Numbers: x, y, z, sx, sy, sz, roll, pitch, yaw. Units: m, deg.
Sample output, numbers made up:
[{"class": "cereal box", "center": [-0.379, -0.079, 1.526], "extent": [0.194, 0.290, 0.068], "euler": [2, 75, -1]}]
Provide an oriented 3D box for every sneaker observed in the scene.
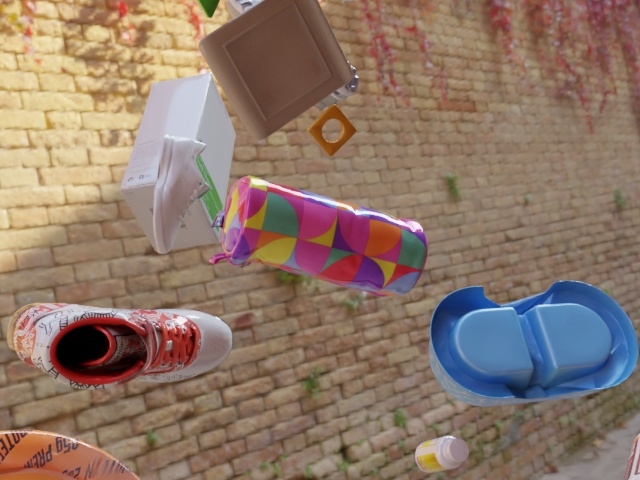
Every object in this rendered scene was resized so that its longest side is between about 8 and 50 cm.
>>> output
[{"class": "sneaker", "center": [-0.242, -0.080, 1.323], "extent": [0.094, 0.212, 0.080], "euler": [6, -8, -11]}, {"class": "sneaker", "center": [-0.191, 0.120, 0.834], "extent": [0.270, 0.090, 0.145], "euler": [11, -4, -35]}, {"class": "sneaker", "center": [-0.068, -0.334, 1.362], "extent": [0.115, 0.281, 0.105], "euler": [-35, 19, 42]}]

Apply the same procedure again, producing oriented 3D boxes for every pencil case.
[{"class": "pencil case", "center": [0.000, 0.000, 0.841], "extent": [0.236, 0.104, 0.104], "euler": [12, -13, -22]}]

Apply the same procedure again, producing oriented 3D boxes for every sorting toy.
[{"class": "sorting toy", "center": [-0.068, -0.279, 1.183], "extent": [0.196, 0.347, 0.047], "euler": [-34, 26, -9]}]

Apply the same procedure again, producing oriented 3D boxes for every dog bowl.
[{"class": "dog bowl", "center": [0.289, 0.149, 1.059], "extent": [0.297, 0.166, 0.074], "euler": [-3, -32, -11]}]

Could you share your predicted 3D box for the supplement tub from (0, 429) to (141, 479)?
[{"class": "supplement tub", "center": [-0.206, 0.225, 0.418], "extent": [0.194, 0.193, 0.316], "euler": [-9, -23, -40]}]

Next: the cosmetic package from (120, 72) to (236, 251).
[{"class": "cosmetic package", "center": [-0.299, -0.177, 1.650], "extent": [0.155, 0.365, 0.197], "euler": [-8, -44, 12]}]

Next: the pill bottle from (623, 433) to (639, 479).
[{"class": "pill bottle", "center": [0.534, 0.392, 1.176], "extent": [0.121, 0.121, 0.221], "euler": [-14, 11, 32]}]

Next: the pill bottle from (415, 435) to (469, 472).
[{"class": "pill bottle", "center": [0.165, 0.289, 1.025], "extent": [0.043, 0.043, 0.083], "euler": [-10, -17, -27]}]
